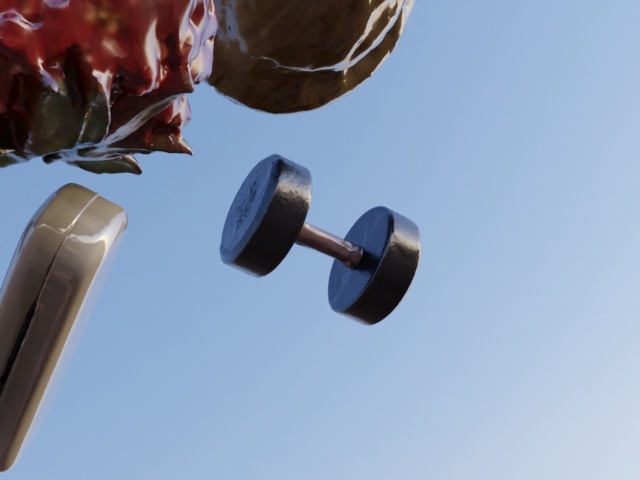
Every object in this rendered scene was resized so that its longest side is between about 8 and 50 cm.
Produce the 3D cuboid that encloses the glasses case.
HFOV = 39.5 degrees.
[{"bbox_3d":[-0.177,0.057,0.557,0.050,0.083,0.196,27,-68,-3],"label":"glasses case"}]

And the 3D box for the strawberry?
[{"bbox_3d":[-0.134,-0.189,0.486,0.138,0.306,0.233,0,1,27],"label":"strawberry"}]

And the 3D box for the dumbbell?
[{"bbox_3d":[0.000,0.000,1.112,0.218,0.152,0.152,25,-53,-21],"label":"dumbbell"}]

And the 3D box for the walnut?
[{"bbox_3d":[-0.027,-0.362,1.061,0.384,0.383,0.383,-16,-34,-11],"label":"walnut"}]
